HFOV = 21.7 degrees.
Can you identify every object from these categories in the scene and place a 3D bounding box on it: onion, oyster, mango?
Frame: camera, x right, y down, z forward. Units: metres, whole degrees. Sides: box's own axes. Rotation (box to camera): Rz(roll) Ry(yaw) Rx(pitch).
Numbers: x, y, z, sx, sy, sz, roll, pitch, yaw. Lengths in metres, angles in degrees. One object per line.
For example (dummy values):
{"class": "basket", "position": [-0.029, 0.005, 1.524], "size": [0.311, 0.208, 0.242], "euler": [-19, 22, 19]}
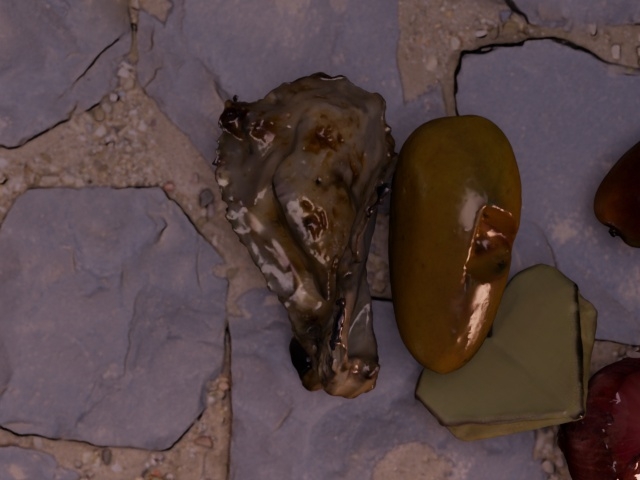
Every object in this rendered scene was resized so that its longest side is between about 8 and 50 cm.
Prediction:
{"class": "onion", "position": [0.313, 0.202, 1.724], "size": [0.184, 0.147, 0.184], "euler": [-4, 96, -44]}
{"class": "oyster", "position": [0.008, -0.001, 1.697], "size": [0.197, 0.133, 0.337], "euler": [-6, 95, 33]}
{"class": "mango", "position": [0.134, 0.002, 1.697], "size": [0.130, 0.167, 0.262], "euler": [5, 96, -12]}
{"class": "mango", "position": [0.416, -0.066, 1.743], "size": [0.267, 0.111, 0.133], "euler": [-10, 77, -8]}

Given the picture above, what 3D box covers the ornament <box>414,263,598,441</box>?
{"class": "ornament", "position": [0.210, 0.134, 1.704], "size": [0.201, 0.180, 0.059], "euler": [-45, 135, -2]}
